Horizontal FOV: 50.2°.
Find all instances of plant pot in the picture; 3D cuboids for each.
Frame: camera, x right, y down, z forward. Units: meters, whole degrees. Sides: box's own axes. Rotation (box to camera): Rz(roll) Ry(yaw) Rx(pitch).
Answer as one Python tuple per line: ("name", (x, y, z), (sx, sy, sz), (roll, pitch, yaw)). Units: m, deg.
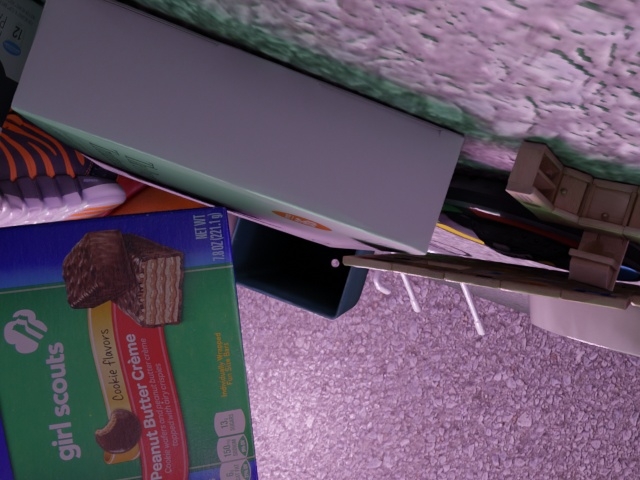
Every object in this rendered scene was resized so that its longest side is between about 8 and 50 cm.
("plant pot", (0.000, 0.000, 0.960), (0.165, 0.166, 0.234), (19, -177, 15))

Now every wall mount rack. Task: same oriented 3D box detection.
("wall mount rack", (0.173, 0.069, 1.359), (0.304, 0.131, 0.350), (21, 178, -32))

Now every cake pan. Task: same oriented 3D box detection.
("cake pan", (0.342, 0.082, 0.681), (0.293, 0.054, 0.293), (10, -178, 0))

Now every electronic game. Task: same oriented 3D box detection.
("electronic game", (0.183, -0.007, 0.629), (0.229, 0.048, 0.229), (20, 178, 1))

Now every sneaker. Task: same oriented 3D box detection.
("sneaker", (-0.356, -0.099, 0.714), (0.124, 0.180, 0.321), (-19, 179, 25))

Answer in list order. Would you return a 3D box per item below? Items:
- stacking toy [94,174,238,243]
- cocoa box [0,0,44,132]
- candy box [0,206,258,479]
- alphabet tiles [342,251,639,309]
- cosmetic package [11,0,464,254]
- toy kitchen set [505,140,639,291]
("stacking toy", (-0.360, -0.050, 0.991), (0.480, 0.351, 0.350), (40, 178, 3))
("cocoa box", (-0.420, -0.135, 0.446), (0.347, 0.228, 0.231), (19, 177, 13))
("candy box", (-0.226, 0.117, 0.602), (0.317, 0.268, 0.122), (-7, 179, -8))
("alphabet tiles", (0.165, 0.030, 0.543), (0.237, 0.009, 0.198), (9, -176, 27))
("cosmetic package", (-0.074, -0.076, 0.619), (0.284, 0.098, 0.377), (17, 178, -8))
("toy kitchen set", (0.166, -0.012, 0.428), (0.083, 0.068, 0.075), (17, 176, 38))
